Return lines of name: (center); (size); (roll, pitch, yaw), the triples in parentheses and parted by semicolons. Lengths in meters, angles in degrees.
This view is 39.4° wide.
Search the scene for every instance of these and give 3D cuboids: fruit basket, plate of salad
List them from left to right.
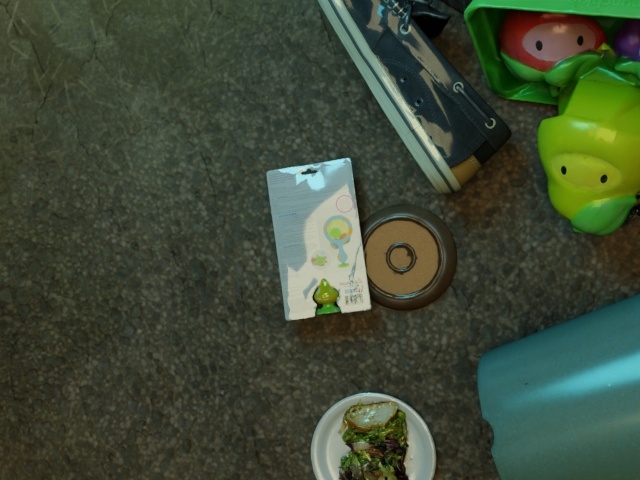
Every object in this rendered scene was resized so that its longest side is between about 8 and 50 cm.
plate of salad: (0.080, 0.339, 1.397); (0.200, 0.048, 0.199); (0, 91, 11)
fruit basket: (0.384, -0.207, 1.201); (0.392, 0.283, 0.392); (-8, 67, 18)

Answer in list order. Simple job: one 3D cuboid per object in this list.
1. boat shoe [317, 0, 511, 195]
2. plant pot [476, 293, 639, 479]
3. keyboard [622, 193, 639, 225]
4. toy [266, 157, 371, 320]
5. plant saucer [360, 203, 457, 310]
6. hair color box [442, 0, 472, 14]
boat shoe: (0.109, -0.309, 1.318); (0.156, 0.187, 0.500); (-32, 91, 9)
plant pot: (0.409, 0.229, 1.198); (0.334, 0.341, 0.341); (-19, 87, 19)
keyboard: (0.455, -0.081, 1.325); (0.180, 0.023, 0.108); (-23, 86, 12)
toy: (0.000, 0.000, 1.405); (0.137, 0.056, 0.237); (-8, 83, 10)
plant saucer: (0.128, 0.027, 1.393); (0.169, 0.029, 0.168); (0, 91, 11)
hair color box: (0.277, -0.504, 1.279); (0.105, 0.174, 0.347); (35, 98, 8)
